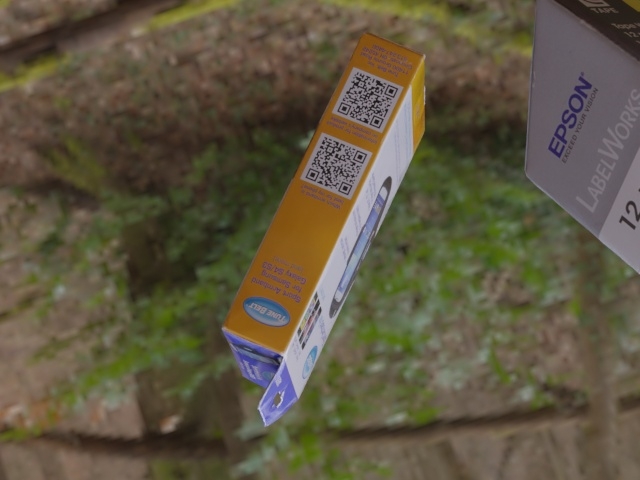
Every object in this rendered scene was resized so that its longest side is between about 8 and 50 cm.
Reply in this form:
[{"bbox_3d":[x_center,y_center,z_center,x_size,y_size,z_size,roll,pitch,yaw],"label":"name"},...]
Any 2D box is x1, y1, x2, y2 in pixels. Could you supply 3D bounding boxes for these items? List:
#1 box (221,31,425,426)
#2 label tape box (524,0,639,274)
[{"bbox_3d":[0.000,0.000,0.648,0.136,0.028,0.081,-63,170,-14],"label":"box"},{"bbox_3d":[0.260,-0.053,1.041,0.249,0.347,0.115,-5,125,-39],"label":"label tape box"}]
